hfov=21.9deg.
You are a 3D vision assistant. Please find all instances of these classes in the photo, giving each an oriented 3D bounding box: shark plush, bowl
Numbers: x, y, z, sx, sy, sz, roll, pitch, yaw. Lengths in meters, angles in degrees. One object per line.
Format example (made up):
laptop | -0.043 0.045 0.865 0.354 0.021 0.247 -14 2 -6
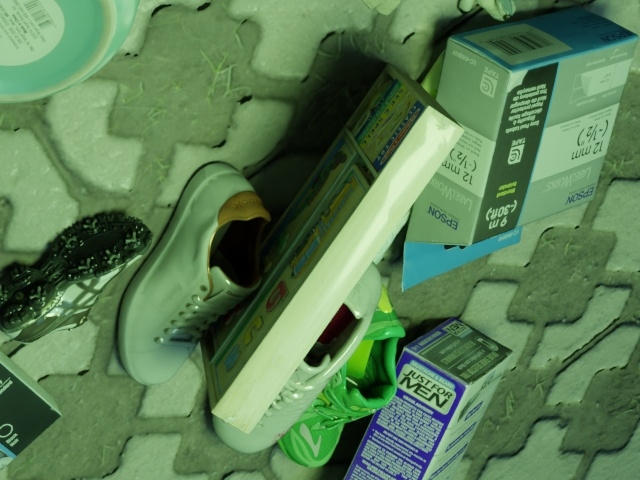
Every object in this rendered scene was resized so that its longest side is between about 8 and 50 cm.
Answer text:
shark plush | 0.194 -0.329 1.941 0.067 0.073 0.161 -38 117 -36
bowl | -0.283 -0.243 1.482 0.312 0.163 0.311 -11 140 -9

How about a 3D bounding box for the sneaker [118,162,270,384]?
sneaker | -0.144 0.062 1.903 0.106 0.123 0.290 4 119 -40

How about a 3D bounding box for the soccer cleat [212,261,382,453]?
soccer cleat | -0.043 0.149 1.985 0.116 0.143 0.331 31 117 -6

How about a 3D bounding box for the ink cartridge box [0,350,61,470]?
ink cartridge box | -0.426 0.204 1.853 0.206 0.045 0.208 -42 134 -3

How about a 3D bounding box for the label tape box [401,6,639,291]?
label tape box | 0.241 -0.096 2.045 0.249 0.115 0.347 -19 129 -41

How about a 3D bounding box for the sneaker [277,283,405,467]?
sneaker | 0.022 0.188 2.104 0.109 0.123 0.295 -4 130 -33

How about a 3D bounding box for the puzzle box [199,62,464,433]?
puzzle box | 0.000 0.000 1.866 0.052 0.272 0.409 33 99 -15

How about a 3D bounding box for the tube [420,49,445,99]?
tube | 0.105 -0.114 2.006 0.240 0.062 0.070 -54 179 0

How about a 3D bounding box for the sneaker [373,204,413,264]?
sneaker | 0.067 -0.007 2.063 0.152 0.053 0.061 -46 150 5

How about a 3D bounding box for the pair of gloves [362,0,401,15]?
pair of gloves | 0.064 -0.370 1.802 0.240 0.042 0.204 31 105 -39

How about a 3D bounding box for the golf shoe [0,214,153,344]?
golf shoe | -0.272 0.045 1.841 0.198 0.077 0.094 -30 148 -10

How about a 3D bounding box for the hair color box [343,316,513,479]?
hair color box | 0.121 0.285 2.219 0.185 0.110 0.338 -23 141 -63
